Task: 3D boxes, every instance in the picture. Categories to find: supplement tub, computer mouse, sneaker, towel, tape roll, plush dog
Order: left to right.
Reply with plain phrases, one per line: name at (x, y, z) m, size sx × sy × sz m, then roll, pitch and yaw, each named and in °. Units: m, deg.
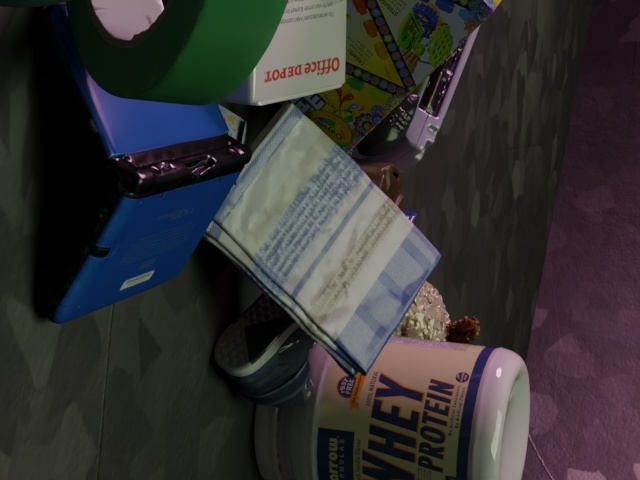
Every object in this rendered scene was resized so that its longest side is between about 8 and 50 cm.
tape roll at (-0.122, -0.276, 1.359) m, size 0.077 × 0.321 × 0.321 m, roll 4°, pitch 92°, yaw -32°
sneaker at (-0.021, 0.111, 2.002) m, size 0.226 × 0.086 × 0.163 m, roll -40°, pitch 146°, yaw -10°
towel at (0.000, 0.000, 1.902) m, size 0.285 × 0.034 × 0.209 m, roll 44°, pitch 63°, yaw -19°
plush dog at (0.093, 0.085, 2.345) m, size 0.225 × 0.210 × 0.262 m, roll 54°, pitch 39°, yaw -30°
supplement tub at (0.097, 0.243, 2.126) m, size 0.235 × 0.324 × 0.236 m, roll 5°, pitch 90°, yaw -73°
computer mouse at (0.124, -0.183, 2.083) m, size 0.242 × 0.041 × 0.071 m, roll -49°, pitch -174°, yaw -32°

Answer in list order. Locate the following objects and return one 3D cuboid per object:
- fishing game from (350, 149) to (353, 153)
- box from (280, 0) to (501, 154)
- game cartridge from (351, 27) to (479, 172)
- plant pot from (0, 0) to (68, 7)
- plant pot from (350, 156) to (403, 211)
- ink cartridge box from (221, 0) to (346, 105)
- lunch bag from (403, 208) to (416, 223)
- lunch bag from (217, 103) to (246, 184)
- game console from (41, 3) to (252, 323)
fishing game at (0.027, -0.163, 2.269) m, size 0.189 × 0.041 × 0.264 m, roll 64°, pitch 35°, yaw -63°
box at (0.091, -0.295, 1.986) m, size 0.279 × 0.177 × 0.290 m, roll -43°, pitch -174°, yaw 32°
game cartridge at (0.133, -0.217, 2.246) m, size 0.196 × 0.060 × 0.294 m, roll -40°, pitch -155°, yaw 61°
plant pot at (-0.211, -0.289, 1.162) m, size 0.255 × 0.271 × 0.272 m, roll 17°, pitch 78°, yaw -86°
plant pot at (0.011, -0.040, 2.045) m, size 0.167 × 0.165 × 0.167 m, roll 6°, pitch 90°, yaw -72°
ink cartridge box at (-0.064, -0.297, 1.764) m, size 0.198 × 0.114 × 0.273 m, roll -20°, pitch 115°, yaw -55°
lunch bag at (0.105, -0.011, 2.506) m, size 0.067 × 0.065 × 0.098 m, roll 105°, pitch 4°, yaw -55°
lunch bag at (-0.112, -0.107, 1.801) m, size 0.083 × 0.053 × 0.071 m, roll 32°, pitch 64°, yaw -52°
game console at (-0.202, -0.083, 1.594) m, size 0.250 × 0.173 × 0.293 m, roll -57°, pitch 168°, yaw 17°
